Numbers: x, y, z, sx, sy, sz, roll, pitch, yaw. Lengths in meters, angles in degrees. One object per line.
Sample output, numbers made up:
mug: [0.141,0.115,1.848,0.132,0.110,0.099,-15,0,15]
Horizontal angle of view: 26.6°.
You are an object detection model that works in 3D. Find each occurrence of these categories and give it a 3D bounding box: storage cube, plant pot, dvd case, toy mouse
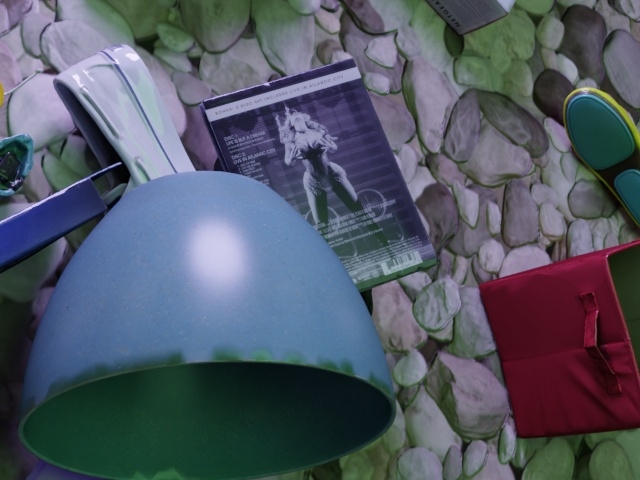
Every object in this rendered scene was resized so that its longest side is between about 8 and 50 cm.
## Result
storage cube: [0.319,0.100,1.480,0.215,0.193,0.184,-14,88,-38]
plant pot: [-0.093,0.060,1.086,0.290,0.290,0.195,14,58,-35]
dvd case: [-0.001,-0.053,1.286,0.164,0.018,0.221,-19,80,-20]
toy mouse: [-0.301,-0.072,1.141,0.161,0.031,0.143,-6,83,-39]

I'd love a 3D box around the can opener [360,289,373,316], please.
can opener: [0.000,0.000,1.353,0.059,0.073,0.186,-25,92,-1]

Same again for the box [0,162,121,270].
box: [-0.264,0.009,1.082,0.225,0.136,0.037,-33,96,-38]

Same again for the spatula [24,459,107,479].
spatula: [-0.157,0.147,1.201,0.084,0.030,0.296,52,53,-18]

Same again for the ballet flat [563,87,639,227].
ballet flat: [0.369,-0.104,1.657,0.231,0.077,0.077,51,33,-20]

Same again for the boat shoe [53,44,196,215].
boat shoe: [-0.159,-0.045,1.219,0.084,0.095,0.258,-28,92,-25]

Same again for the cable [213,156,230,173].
cable: [-0.033,-0.011,1.298,0.150,0.047,0.185,6,71,-16]

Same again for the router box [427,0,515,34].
router box: [0.133,-0.456,1.542,0.335,0.082,0.301,42,57,-23]
